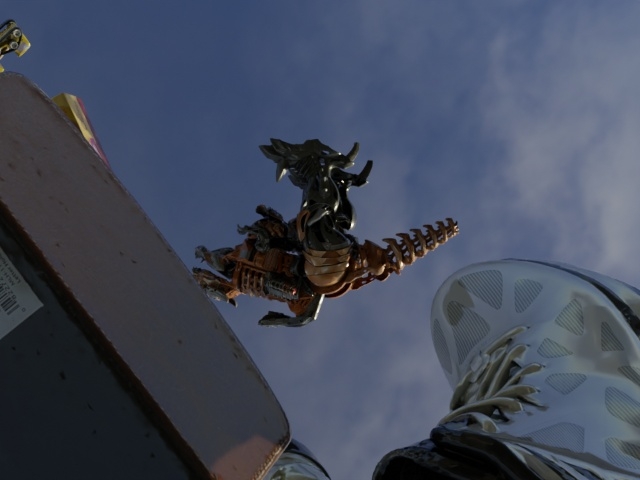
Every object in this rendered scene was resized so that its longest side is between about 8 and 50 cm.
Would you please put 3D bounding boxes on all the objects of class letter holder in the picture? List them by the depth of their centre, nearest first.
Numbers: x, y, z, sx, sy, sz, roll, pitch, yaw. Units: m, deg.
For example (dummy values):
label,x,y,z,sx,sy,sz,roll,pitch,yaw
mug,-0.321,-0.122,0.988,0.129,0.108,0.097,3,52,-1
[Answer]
label,x,y,z,sx,sy,sz,roll,pitch,yaw
letter holder,-0.160,0.048,0.709,0.302,0.152,0.214,53,-156,-1

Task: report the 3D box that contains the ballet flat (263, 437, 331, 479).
label,x,y,z,sx,sy,sz,roll,pitch,yaw
ballet flat,-0.019,0.254,0.877,0.095,0.096,0.280,7,-140,-13

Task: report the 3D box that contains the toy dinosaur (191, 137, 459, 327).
label,x,y,z,sx,sy,sz,roll,pitch,yaw
toy dinosaur,0.000,0.000,1.319,0.321,0.164,0.219,0,-105,-8

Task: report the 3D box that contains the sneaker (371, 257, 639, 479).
label,x,y,z,sx,sy,sz,roll,pitch,yaw
sneaker,0.134,0.113,0.713,0.257,0.169,0.447,15,-162,-28

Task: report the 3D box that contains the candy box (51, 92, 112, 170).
label,x,y,z,sx,sy,sz,roll,pitch,yaw
candy box,-0.322,-0.067,1.117,0.186,0.053,0.109,-25,-94,7

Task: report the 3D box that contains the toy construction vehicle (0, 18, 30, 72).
label,x,y,z,sx,sy,sz,roll,pitch,yaw
toy construction vehicle,-0.301,-0.157,0.917,0.098,0.035,0.086,-43,-136,-3
